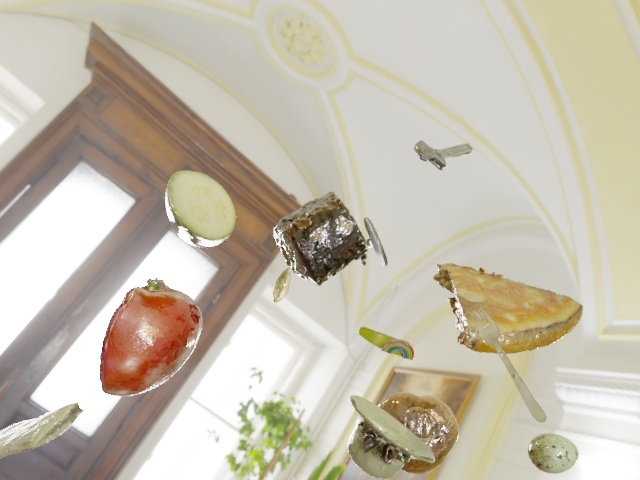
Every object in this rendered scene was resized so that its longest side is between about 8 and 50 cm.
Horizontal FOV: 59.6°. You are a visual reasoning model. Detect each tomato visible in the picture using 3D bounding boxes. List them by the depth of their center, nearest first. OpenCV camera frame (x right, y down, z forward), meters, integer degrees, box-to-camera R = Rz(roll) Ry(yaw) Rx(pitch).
[{"bbox_3d":[-0.403,0.257,1.403,0.176,0.290,0.335,18,3,2],"label":"tomato"}]

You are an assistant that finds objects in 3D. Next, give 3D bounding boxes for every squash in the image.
[{"bbox_3d":[-0.286,-0.084,1.386,0.189,0.189,0.260,36,-18,-5],"label":"squash"}]

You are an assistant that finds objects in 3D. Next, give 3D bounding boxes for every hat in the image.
[{"bbox_3d":[0.147,0.520,1.406,0.257,0.130,0.257,34,-1,0],"label":"hat"}]

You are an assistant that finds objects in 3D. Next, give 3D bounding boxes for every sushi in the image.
[{"bbox_3d":[0.002,-0.002,2.139,0.299,0.294,0.282,47,-19,49],"label":"sushi"}]

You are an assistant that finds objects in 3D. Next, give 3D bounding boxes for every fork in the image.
[{"bbox_3d":[0.321,0.209,0.947,0.220,0.034,0.028,58,11,6],"label":"fork"}]

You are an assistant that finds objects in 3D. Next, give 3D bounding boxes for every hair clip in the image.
[{"bbox_3d":[0.205,0.312,1.714,0.188,0.033,0.060,23,-67,5],"label":"hair clip"}]

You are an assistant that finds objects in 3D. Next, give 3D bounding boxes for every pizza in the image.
[{"bbox_3d":[0.490,0.185,1.609,0.406,0.439,0.130,41,-50,51],"label":"pizza"}]

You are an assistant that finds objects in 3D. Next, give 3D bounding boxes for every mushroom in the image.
[{"bbox_3d":[0.304,0.612,1.789,0.278,0.278,0.146,34,4,1],"label":"mushroom"}]

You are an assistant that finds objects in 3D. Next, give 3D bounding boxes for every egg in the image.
[{"bbox_3d":[0.515,0.469,1.234,0.110,0.085,0.085,-3,-20,-10],"label":"egg"}]

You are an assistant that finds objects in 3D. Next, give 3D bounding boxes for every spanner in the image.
[{"bbox_3d":[0.332,-0.233,1.469,0.093,0.325,0.026,51,-55,14],"label":"spanner"}]

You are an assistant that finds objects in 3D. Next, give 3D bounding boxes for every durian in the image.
[{"bbox_3d":[-0.131,0.144,1.853,0.052,0.131,0.066,23,0,15],"label":"durian"}]

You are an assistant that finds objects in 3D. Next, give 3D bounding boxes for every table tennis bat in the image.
[{"bbox_3d":[0.146,0.004,1.506,0.246,0.022,0.138,104,-36,-88],"label":"table tennis bat"}]

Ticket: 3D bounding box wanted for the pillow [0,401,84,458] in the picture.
[{"bbox_3d":[-0.628,0.414,1.180,0.229,0.148,0.050,-22,-87,23],"label":"pillow"}]
